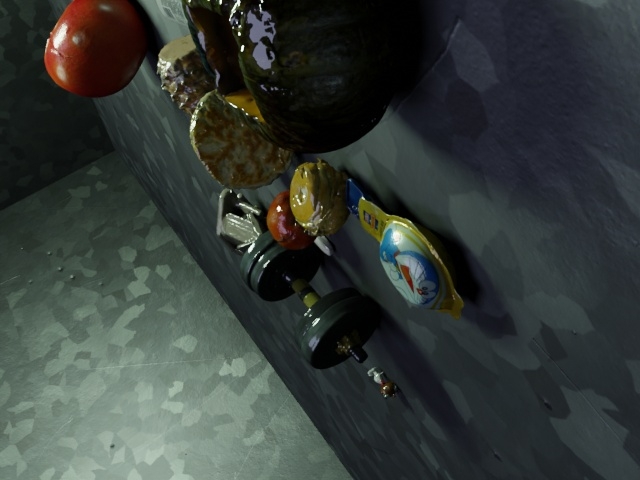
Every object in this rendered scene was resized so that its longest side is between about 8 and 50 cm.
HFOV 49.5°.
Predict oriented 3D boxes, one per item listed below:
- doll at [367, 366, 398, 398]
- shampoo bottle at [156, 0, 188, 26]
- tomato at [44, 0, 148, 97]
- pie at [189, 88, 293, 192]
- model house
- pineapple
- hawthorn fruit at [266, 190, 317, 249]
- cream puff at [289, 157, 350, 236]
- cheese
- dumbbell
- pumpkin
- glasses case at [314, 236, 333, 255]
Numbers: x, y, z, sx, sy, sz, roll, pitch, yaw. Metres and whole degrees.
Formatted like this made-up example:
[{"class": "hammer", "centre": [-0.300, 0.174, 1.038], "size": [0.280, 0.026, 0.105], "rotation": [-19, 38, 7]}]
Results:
[{"class": "doll", "centre": [0.148, 0.334, 1.631], "size": [0.085, 0.040, 0.058], "rotation": [53, 173, 15]}, {"class": "shampoo bottle", "centre": [-0.256, -0.454, 1.340], "size": [0.227, 0.055, 0.086], "rotation": [36, 151, 52]}, {"class": "tomato", "centre": [-0.579, -0.517, 1.827], "size": [0.226, 0.299, 0.298], "rotation": [28, 174, -21]}, {"class": "pie", "centre": [-0.151, -0.195, 1.324], "size": [0.205, 0.178, 0.084], "rotation": [64, 180, -18]}, {"class": "model house", "centre": [-0.172, -0.012, 1.797], "size": [0.188, 0.122, 0.229], "rotation": [32, 166, 30]}, {"class": "pineapple", "centre": [-0.216, -0.258, 1.419], "size": [0.170, 0.141, 0.310], "rotation": [-84, -24, -50]}, {"class": "hawthorn fruit", "centre": [-0.052, -0.043, 1.401], "size": [0.128, 0.128, 0.128], "rotation": [51, 162, 23]}, {"class": "cream puff", "centre": [0.006, -0.073, 1.187], "size": [0.119, 0.104, 0.133], "rotation": [-51, 55, 50]}, {"class": "cheese", "centre": [0.125, 0.012, 1.061], "size": [0.270, 0.069, 0.177], "rotation": [50, 162, 26]}, {"class": "dumbbell", "centre": [-0.026, 0.116, 1.486], "size": [0.388, 0.185, 0.185], "rotation": [47, 160, 32]}, {"class": "pumpkin", "centre": [-0.039, -0.254, 0.841], "size": [0.320, 0.192, 0.320], "rotation": [51, 164, 20]}, {"class": "glasses case", "centre": [0.000, 0.000, 1.480], "size": [0.083, 0.021, 0.032], "rotation": [47, 158, 33]}]
